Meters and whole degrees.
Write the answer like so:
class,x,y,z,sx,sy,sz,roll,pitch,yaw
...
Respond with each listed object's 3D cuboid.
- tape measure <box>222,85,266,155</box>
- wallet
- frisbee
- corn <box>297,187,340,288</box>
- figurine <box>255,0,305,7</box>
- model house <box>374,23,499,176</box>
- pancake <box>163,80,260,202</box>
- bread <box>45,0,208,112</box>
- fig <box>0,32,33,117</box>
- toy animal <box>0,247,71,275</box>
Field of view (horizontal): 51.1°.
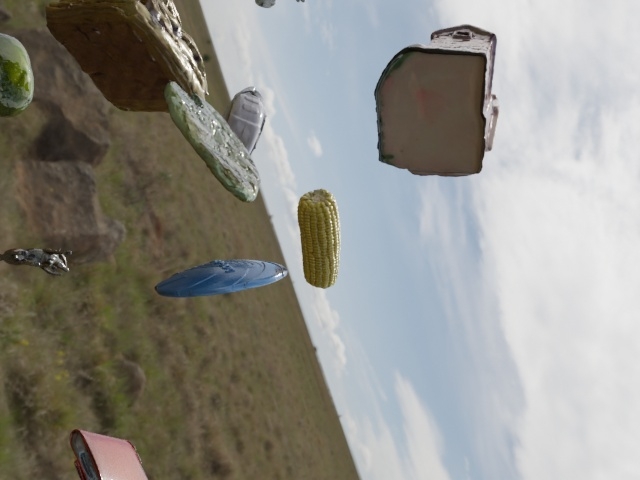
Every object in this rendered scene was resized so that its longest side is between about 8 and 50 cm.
class,x,y,z,sx,sy,sz,roll,pitch,yaw
tape measure,-0.219,-0.293,1.796,0.197,0.120,0.236,-107,-141,-66
wallet,-0.433,0.466,1.383,0.142,0.045,0.204,56,-1,26
frisbee,-0.181,0.059,1.220,0.242,0.242,0.045,-137,-140,-80
corn,0.000,0.000,1.510,0.093,0.093,0.244,-114,-164,-52
figurine,-0.106,-0.603,1.473,0.193,0.265,0.140,56,-6,-35
model house,0.228,-0.276,1.269,0.237,0.202,0.237,-54,144,-55
pancake,-0.183,-0.169,1.159,0.254,0.037,0.253,53,11,-15
bread,-0.384,-0.415,1.419,0.324,0.277,0.167,55,47,-56
fig,-0.804,-0.374,1.511,0.206,0.275,0.206,14,-70,44
toy animal,-0.872,0.051,2.082,0.260,0.243,0.087,1,-103,49
